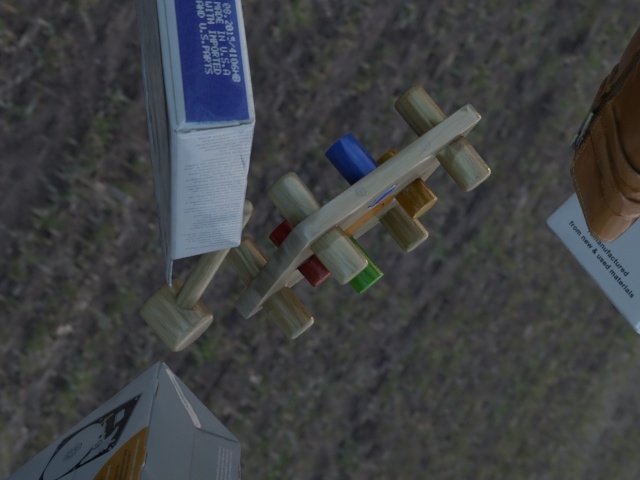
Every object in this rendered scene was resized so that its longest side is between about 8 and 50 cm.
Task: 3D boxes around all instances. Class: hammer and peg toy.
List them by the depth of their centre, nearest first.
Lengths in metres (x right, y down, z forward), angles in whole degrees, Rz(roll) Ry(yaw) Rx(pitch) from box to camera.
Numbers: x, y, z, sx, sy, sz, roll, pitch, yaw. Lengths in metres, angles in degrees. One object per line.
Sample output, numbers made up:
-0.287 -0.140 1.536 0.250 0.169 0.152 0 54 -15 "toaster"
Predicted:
0.000 0.000 1.618 0.361 0.127 0.266 -36 173 -28 "hammer and peg toy"

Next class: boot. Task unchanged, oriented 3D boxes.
0.170 -0.048 0.734 0.152 0.073 0.197 -54 -173 40 "boot"

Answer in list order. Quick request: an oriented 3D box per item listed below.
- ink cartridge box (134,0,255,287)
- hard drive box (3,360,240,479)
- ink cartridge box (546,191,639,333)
-0.107 -0.167 1.246 0.072 0.324 0.330 -6 160 -7 "ink cartridge box"
-0.167 0.210 0.995 0.232 0.089 0.181 -38 -163 12 "hard drive box"
0.324 -0.052 1.099 0.273 0.114 0.197 -45 151 17 "ink cartridge box"
